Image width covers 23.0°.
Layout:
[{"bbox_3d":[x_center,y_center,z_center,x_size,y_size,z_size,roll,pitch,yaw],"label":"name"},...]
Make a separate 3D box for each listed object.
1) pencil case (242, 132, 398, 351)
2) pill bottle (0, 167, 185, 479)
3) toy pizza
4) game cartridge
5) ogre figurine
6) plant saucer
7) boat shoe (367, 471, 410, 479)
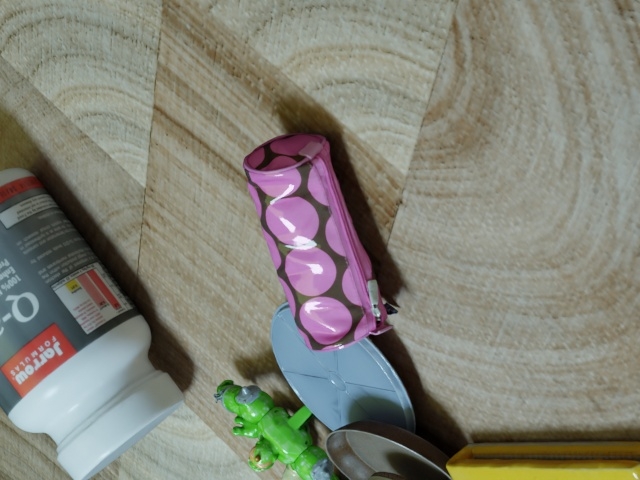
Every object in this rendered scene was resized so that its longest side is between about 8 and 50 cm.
[{"bbox_3d":[0.000,0.000,1.522,0.098,0.095,0.209,3,120,55],"label":"pencil case"},{"bbox_3d":[-0.343,0.107,1.970,0.363,0.210,0.210,51,148,5],"label":"pill bottle"},{"bbox_3d":[0.028,0.141,1.669,0.201,0.032,0.201,33,146,26],"label":"toy pizza"},{"bbox_3d":[0.285,0.335,1.492,0.285,0.052,0.324,-12,109,57],"label":"game cartridge"},{"bbox_3d":[-0.044,0.226,1.800,0.118,0.096,0.197,100,145,-71],"label":"ogre figurine"},{"bbox_3d":[0.085,0.237,1.648,0.168,0.029,0.168,24,151,14],"label":"plant saucer"},{"bbox_3d":[0.125,0.356,1.639,0.257,0.095,0.095,47,149,-9],"label":"boat shoe"}]
